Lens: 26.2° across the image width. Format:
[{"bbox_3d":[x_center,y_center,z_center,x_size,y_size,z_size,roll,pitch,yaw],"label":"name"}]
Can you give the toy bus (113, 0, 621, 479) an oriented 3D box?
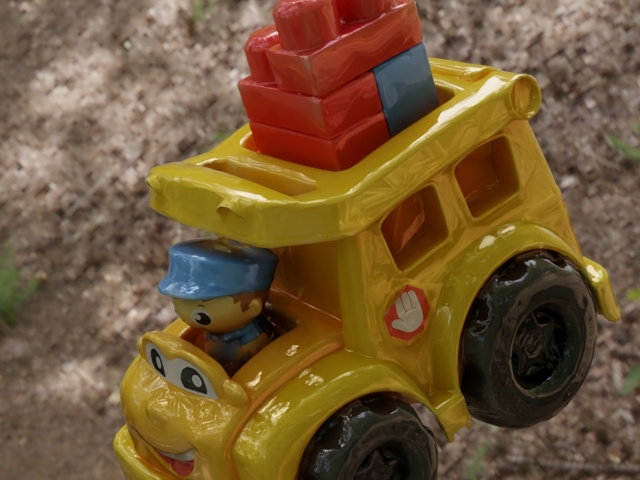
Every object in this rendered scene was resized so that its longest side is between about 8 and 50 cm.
[{"bbox_3d":[0.000,0.000,0.586,0.220,0.211,0.149,-35,33,-26],"label":"toy bus"}]
